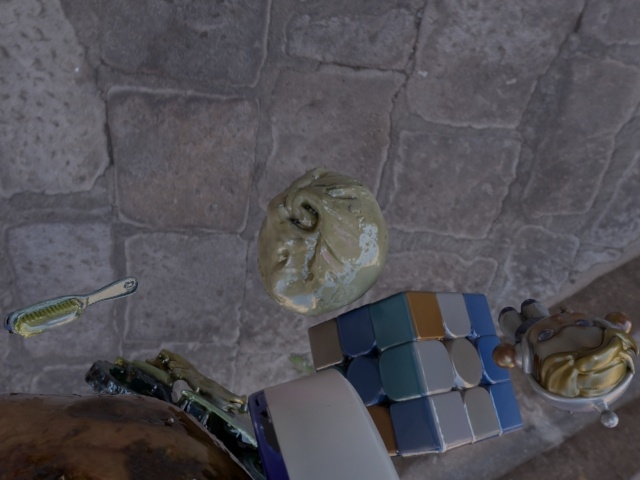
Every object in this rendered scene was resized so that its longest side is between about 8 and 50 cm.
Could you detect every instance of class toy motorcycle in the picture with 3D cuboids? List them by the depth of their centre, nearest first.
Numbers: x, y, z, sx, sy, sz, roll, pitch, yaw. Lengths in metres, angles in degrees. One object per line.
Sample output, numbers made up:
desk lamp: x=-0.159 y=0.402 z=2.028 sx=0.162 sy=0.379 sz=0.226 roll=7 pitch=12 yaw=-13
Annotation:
toy motorcycle: x=-0.214 y=0.327 z=0.949 sx=0.410 sy=0.237 sz=0.168 roll=34 pitch=79 yaw=-3

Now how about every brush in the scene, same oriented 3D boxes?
brush: x=-0.537 y=0.150 z=1.206 sx=0.297 sy=0.060 sz=0.068 roll=-21 pitch=129 yaw=-38

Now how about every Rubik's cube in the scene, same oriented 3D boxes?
Rubik's cube: x=0.223 y=0.331 z=1.318 sx=0.347 sy=0.344 sz=0.346 roll=5 pitch=155 yaw=-41

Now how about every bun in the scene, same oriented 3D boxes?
bun: x=0.000 y=0.000 z=1.289 sx=0.362 sy=0.326 sz=0.234 roll=-61 pitch=157 yaw=-13

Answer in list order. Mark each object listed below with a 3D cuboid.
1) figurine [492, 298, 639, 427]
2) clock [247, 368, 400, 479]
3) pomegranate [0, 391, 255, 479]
figurine: x=0.349 y=0.167 z=0.823 sx=0.194 sy=0.274 sz=0.133 roll=-19 pitch=98 yaw=-19
clock: x=0.014 y=0.212 z=0.392 sx=0.083 sy=0.230 sz=0.230 roll=-18 pitch=124 yaw=-12
pomegranate: x=-0.175 y=0.246 z=0.334 sx=0.322 sy=0.322 sz=0.322 roll=-6 pitch=123 yaw=-10
